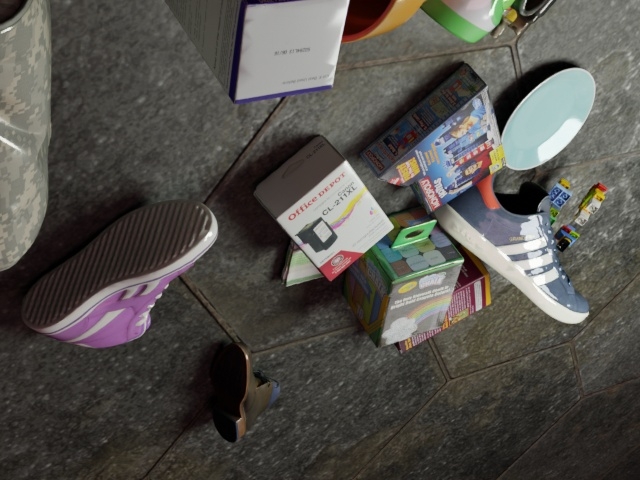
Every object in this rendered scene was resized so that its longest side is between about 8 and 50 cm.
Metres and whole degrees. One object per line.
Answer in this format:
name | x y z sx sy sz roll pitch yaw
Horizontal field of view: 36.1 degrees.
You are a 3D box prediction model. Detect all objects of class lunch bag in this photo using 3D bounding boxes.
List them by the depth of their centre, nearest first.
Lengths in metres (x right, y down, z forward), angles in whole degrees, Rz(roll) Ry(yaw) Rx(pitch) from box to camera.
lunch bag | -0.335 -0.144 0.871 0.212 0.256 0.305 -13 139 -26

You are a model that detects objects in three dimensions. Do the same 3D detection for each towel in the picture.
towel | 0.000 0.000 1.497 0.113 0.023 0.152 -13 137 -29

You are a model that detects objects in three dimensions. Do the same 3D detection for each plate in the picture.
plate | 0.348 -0.191 1.526 0.188 0.024 0.188 -24 142 -20

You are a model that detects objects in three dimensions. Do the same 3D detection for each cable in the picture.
cable | 0.309 -0.376 1.255 0.287 0.072 0.139 -50 166 10

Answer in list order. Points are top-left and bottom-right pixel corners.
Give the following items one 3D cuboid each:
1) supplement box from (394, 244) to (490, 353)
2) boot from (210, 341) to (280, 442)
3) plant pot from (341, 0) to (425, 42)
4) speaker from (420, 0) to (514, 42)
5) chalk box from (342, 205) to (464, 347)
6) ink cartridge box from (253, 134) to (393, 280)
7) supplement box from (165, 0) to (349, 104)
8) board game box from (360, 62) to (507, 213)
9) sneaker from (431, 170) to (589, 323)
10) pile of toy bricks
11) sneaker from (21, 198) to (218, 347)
supplement box | 0.195 0.100 1.705 0.188 0.081 0.104 -28 144 -8
boot | -0.121 0.232 1.643 0.106 0.082 0.219 -33 146 -40
plant pot | 0.074 -0.327 1.043 0.188 0.205 0.205 -22 145 -40
speaker | 0.231 -0.380 1.143 0.131 0.131 0.296 14 123 -45
chalk box | 0.129 0.041 1.546 0.132 0.132 0.213 -15 139 -22
ink cartridge box | 0.006 -0.043 1.382 0.127 0.072 0.175 -40 138 0
supplement box | -0.075 -0.250 0.979 0.111 0.220 0.114 -14 138 -26
board game box | 0.164 -0.131 1.433 0.194 0.060 0.194 -31 144 -1
sneaker | 0.343 0.000 1.587 0.350 0.131 0.148 36 101 -26
pile of toy bricks | 0.390 -0.046 1.679 0.212 0.118 0.105 -56 179 43
sneaker | -0.240 0.052 1.313 0.282 0.102 0.161 -28 148 10
